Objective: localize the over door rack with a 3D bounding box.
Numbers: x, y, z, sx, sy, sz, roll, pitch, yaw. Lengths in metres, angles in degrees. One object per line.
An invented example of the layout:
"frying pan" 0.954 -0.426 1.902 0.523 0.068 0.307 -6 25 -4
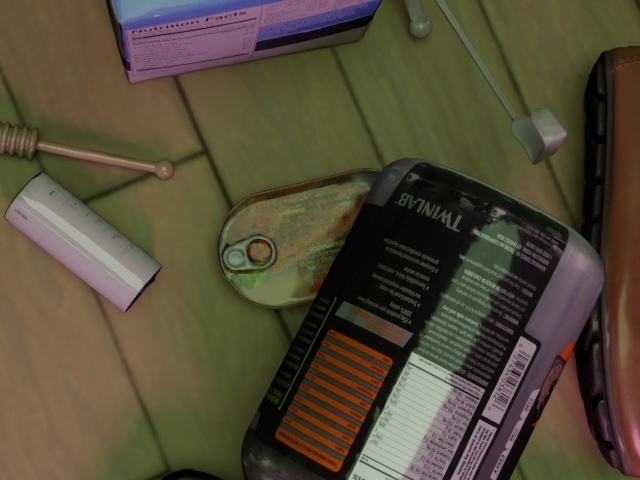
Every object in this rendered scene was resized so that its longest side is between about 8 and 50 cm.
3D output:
"over door rack" 0.203 -0.231 1.160 0.239 0.108 0.324 -29 65 -7

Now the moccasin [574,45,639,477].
"moccasin" 0.301 0.018 1.164 0.147 0.139 0.380 5 75 3

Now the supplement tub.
"supplement tub" 0.071 0.122 1.061 0.207 0.207 0.338 28 85 -3

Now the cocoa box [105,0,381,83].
"cocoa box" -0.093 -0.336 1.099 0.231 0.228 0.347 -13 87 -7

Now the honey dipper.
"honey dipper" -0.210 -0.075 1.167 0.160 0.030 0.030 12 84 -8

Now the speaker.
"speaker" -0.205 0.002 1.146 0.136 0.055 0.055 38 83 -2

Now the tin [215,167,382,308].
"tin" 0.000 0.000 1.177 0.189 0.040 0.106 -13 83 -7

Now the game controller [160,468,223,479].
"game controller" -0.134 0.359 1.117 0.166 0.067 0.319 30 84 -3
